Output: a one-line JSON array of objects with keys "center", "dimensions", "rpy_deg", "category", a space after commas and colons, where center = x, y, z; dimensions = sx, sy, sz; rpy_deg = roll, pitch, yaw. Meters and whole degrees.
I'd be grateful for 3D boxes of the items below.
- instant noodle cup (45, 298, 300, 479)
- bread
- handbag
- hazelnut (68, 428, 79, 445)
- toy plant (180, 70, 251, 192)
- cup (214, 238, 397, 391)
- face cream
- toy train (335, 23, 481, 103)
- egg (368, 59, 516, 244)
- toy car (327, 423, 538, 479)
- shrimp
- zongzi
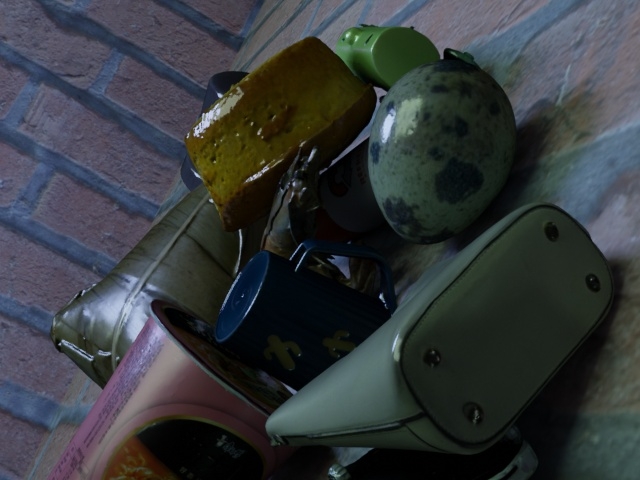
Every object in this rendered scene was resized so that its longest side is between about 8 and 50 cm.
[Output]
[{"center": [-0.163, 0.228, 0.921], "dimensions": [0.255, 0.244, 0.244], "rpy_deg": [-53, 17, -1], "category": "instant noodle cup"}, {"center": [-0.047, -0.131, 1.044], "dimensions": [0.268, 0.146, 0.268], "rpy_deg": [-39, 6, 5], "category": "bread"}, {"center": [0.067, 0.078, 0.704], "dimensions": [0.241, 0.109, 0.315], "rpy_deg": [-39, 8, -25], "category": "handbag"}, {"center": [-0.347, 0.363, 1.470], "dimensions": [0.150, 0.150, 0.150], "rpy_deg": [-52, 19, 26], "category": "hazelnut"}, {"center": [-0.158, -0.092, 1.541], "dimensions": [0.279, 0.185, 0.400], "rpy_deg": [-75, 2, -60], "category": "toy plant"}, {"center": [-0.008, 0.074, 0.907], "dimensions": [0.177, 0.155, 0.131], "rpy_deg": [-60, 18, 6], "category": "cup"}, {"center": [0.052, -0.061, 1.053], "dimensions": [0.214, 0.095, 0.096], "rpy_deg": [-32, 33, 58], "category": "face cream"}, {"center": [0.096, -0.212, 1.066], "dimensions": [0.105, 0.157, 0.253], "rpy_deg": [-56, 15, 6], "category": "toy train"}, {"center": [0.116, -0.083, 0.841], "dimensions": [0.141, 0.141, 0.182], "rpy_deg": [-129, 51, -71], "category": "egg"}, {"center": [0.081, 0.173, 0.639], "dimensions": [0.095, 0.056, 0.205], "rpy_deg": [-29, 6, -25], "category": "toy car"}, {"center": [0.001, -0.001, 0.956], "dimensions": [0.052, 0.143, 0.251], "rpy_deg": [-57, -17, -34], "category": "shrimp"}, {"center": [-0.079, 0.076, 1.228], "dimensions": [0.467, 0.218, 0.500], "rpy_deg": [27, 68, 41], "category": "zongzi"}]
